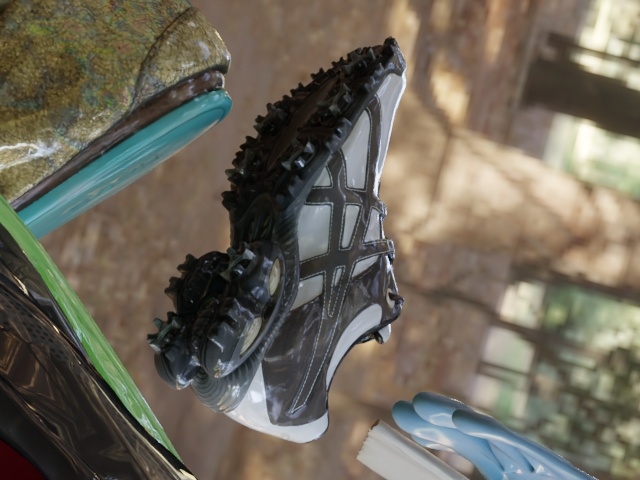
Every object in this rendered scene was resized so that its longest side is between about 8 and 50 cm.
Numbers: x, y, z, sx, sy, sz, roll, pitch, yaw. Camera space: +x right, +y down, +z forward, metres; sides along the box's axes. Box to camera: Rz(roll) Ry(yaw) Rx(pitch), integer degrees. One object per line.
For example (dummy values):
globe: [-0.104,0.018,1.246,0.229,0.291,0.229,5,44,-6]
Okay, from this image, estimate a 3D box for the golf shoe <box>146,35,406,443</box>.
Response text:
golf shoe: [0.000,0.000,0.816,0.077,0.094,0.198,-9,-133,54]

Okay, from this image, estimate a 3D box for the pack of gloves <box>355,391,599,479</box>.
pack of gloves: [0.112,0.152,0.767,0.046,0.232,0.195,-55,175,-18]

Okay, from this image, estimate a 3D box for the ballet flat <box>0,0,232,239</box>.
ballet flat: [-0.197,-0.002,0.735,0.348,0.123,0.123,-38,166,-8]

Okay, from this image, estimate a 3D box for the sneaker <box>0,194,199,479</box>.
sneaker: [-0.043,0.144,0.457,0.185,0.483,0.202,-56,173,12]
